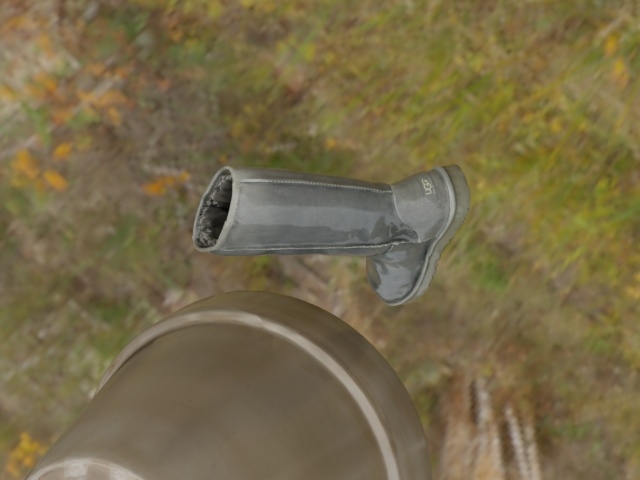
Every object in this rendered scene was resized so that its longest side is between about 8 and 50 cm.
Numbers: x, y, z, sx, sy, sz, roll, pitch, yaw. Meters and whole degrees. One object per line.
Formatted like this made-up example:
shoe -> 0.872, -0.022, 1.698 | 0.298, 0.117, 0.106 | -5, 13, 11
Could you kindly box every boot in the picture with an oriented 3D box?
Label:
boot -> -0.001, -0.001, 1.405 | 0.190, 0.208, 0.076 | 112, 142, -49

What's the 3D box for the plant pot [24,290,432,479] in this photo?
plant pot -> -0.108, 0.227, 1.425 | 0.323, 0.280, 0.323 | 6, 104, 26
